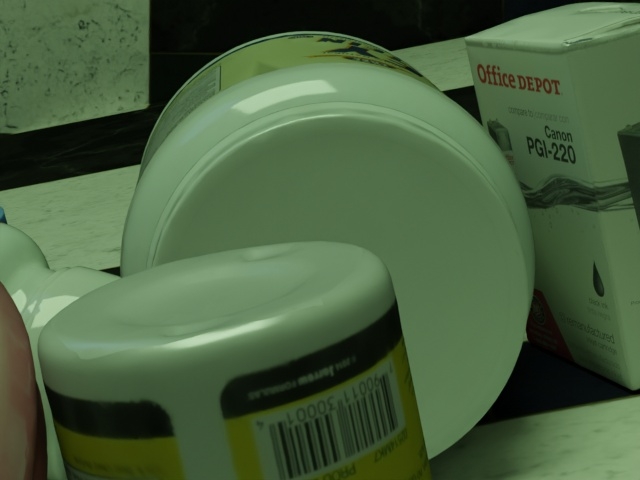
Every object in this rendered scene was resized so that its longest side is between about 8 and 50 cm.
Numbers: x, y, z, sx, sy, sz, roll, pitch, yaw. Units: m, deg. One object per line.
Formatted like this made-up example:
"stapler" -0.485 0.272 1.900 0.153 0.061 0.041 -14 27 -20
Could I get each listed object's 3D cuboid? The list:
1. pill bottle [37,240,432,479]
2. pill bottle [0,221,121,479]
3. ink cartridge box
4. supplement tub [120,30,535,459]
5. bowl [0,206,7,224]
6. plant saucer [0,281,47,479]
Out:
"pill bottle" -0.016 0.114 0.563 0.119 0.208 0.119 -11 13 2
"pill bottle" -0.265 0.054 1.042 0.279 0.162 0.162 13 18 12
"ink cartridge box" 0.178 -0.034 1.040 0.092 0.217 0.158 -15 12 -15
"supplement tub" 0.000 0.000 1.014 0.236 0.235 0.325 -12 12 -1
"bowl" -0.493 0.049 1.621 0.391 0.077 0.391 -11 13 2
"plant saucer" -0.212 0.146 0.581 0.332 0.084 0.332 -27 39 25
